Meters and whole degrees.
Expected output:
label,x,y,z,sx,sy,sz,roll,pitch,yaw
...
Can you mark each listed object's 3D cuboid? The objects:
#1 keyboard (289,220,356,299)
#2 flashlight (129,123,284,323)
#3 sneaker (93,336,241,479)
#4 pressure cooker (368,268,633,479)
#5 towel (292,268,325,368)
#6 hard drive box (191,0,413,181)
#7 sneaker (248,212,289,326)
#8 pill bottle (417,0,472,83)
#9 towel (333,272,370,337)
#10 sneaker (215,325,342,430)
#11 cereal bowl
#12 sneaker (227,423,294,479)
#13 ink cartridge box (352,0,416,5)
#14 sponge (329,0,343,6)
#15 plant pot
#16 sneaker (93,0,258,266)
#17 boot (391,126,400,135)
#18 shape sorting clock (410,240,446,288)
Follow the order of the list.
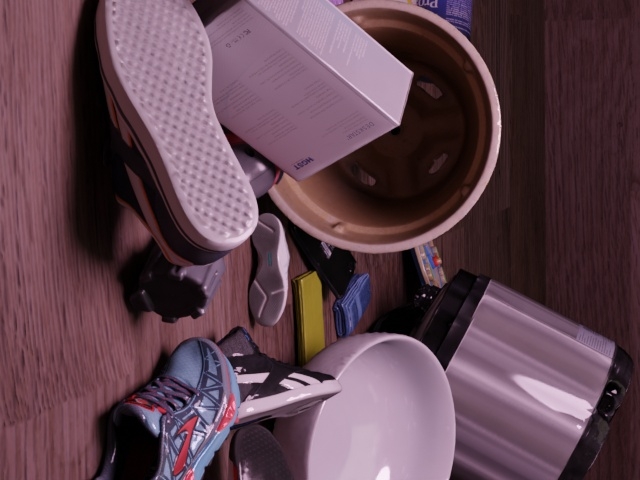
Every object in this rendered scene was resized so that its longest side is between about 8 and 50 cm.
label,x,y,z,sx,sy,sz,roll,pitch,yaw
keyboard,0.000,0.000,1.873,0.100,0.038,0.192,-64,143,-28
flashlight,-0.117,-0.031,1.437,0.304,0.103,0.103,-71,-173,-50
sneaker,-0.166,0.200,1.333,0.125,0.104,0.262,66,32,-44
pressure cooker,0.272,0.251,2.103,0.375,0.420,0.370,-60,173,-20
towel,-0.015,0.165,1.855,0.102,0.021,0.237,-28,117,-72
hard drive box,-0.043,-0.191,1.400,0.232,0.181,0.089,38,49,-26
sneaker,-0.062,0.042,1.672,0.061,0.054,0.152,21,71,-71
pill bottle,0.221,-0.410,2.303,0.123,0.123,0.219,27,65,-67
towel,0.054,0.105,2.016,0.119,0.029,0.067,-54,141,-57
sneaker,-0.065,0.160,1.550,0.217,0.079,0.121,-5,65,-51
cereal bowl,0.044,0.294,1.780,0.339,0.141,0.339,-6,98,-49
sneaker,-0.089,0.375,1.546,0.090,0.145,0.270,-10,76,-42
ink cartridge box,0.108,-0.397,2.067,0.134,0.078,0.231,4,87,-69
sponge,0.003,-0.357,1.855,0.117,0.031,0.210,20,72,-68
plant pot,0.095,-0.159,1.764,0.305,0.334,0.333,-22,112,-79
sneaker,-0.172,-0.122,1.292,0.126,0.127,0.321,-9,74,-33
boot,0.093,-0.218,2.005,0.045,0.099,0.121,17,75,-70
shape sorting clock,0.211,0.045,2.349,0.206,0.040,0.206,-22,90,-79
